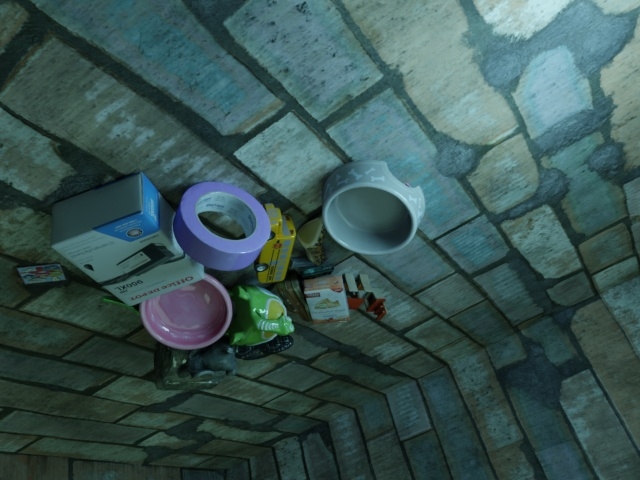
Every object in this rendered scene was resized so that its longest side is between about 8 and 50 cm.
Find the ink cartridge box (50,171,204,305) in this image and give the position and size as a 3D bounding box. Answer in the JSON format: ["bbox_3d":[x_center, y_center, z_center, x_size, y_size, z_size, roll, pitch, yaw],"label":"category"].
[{"bbox_3d":[-0.570,0.012,1.587,0.285,0.166,0.395,-20,145,4],"label":"ink cartridge box"}]

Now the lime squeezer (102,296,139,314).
[{"bbox_3d":[-0.646,0.225,1.956,0.310,0.059,0.110,-9,112,-10],"label":"lime squeezer"}]

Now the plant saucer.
[{"bbox_3d":[-0.491,0.245,1.909,0.331,0.084,0.333,-2,114,-4],"label":"plant saucer"}]

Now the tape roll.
[{"bbox_3d":[-0.290,-0.046,1.532,0.274,0.275,0.090,7,138,-30],"label":"tape roll"}]

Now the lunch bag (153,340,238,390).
[{"bbox_3d":[-0.535,0.503,2.217,0.304,0.213,0.256,9,143,-30],"label":"lunch bag"}]

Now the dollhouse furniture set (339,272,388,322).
[{"bbox_3d":[0.159,0.277,2.273,0.259,0.135,0.262,5,139,-28],"label":"dollhouse furniture set"}]

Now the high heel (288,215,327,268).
[{"bbox_3d":[0.000,0.000,1.903,0.186,0.093,0.261,-4,139,-45],"label":"high heel"}]

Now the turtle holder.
[{"bbox_3d":[-0.242,0.280,2.002,0.227,0.244,0.320,10,151,-35],"label":"turtle holder"}]

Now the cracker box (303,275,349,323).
[{"bbox_3d":[0.028,0.246,2.115,0.155,0.067,0.232,-8,136,6],"label":"cracker box"}]

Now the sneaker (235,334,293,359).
[{"bbox_3d":[-0.260,0.501,2.445,0.286,0.109,0.130,-12,152,9],"label":"sneaker"}]

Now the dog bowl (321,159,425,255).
[{"bbox_3d":[0.163,-0.091,1.682,0.348,0.102,0.349,9,135,9],"label":"dog bowl"}]

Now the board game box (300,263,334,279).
[{"bbox_3d":[-0.014,0.124,2.019,0.126,0.026,0.186,-12,172,-6],"label":"board game box"}]

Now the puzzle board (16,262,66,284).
[{"bbox_3d":[-0.920,0.112,1.710,0.128,0.011,0.096,-5,143,-15],"label":"puzzle board"}]

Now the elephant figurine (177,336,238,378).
[{"bbox_3d":[-0.451,0.476,2.010,0.239,0.169,0.186,-13,117,-11],"label":"elephant figurine"}]

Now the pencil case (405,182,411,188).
[{"bbox_3d":[0.223,-0.083,1.831,0.124,0.124,0.284,0,140,-23],"label":"pencil case"}]

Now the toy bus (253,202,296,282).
[{"bbox_3d":[-0.169,0.015,1.807,0.130,0.108,0.333,-4,143,-18],"label":"toy bus"}]

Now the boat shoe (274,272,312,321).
[{"bbox_3d":[-0.106,0.244,2.157,0.104,0.111,0.307,-15,136,5],"label":"boat shoe"}]
